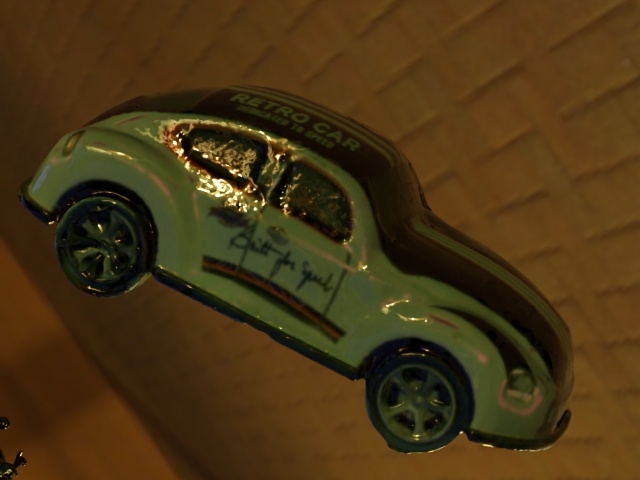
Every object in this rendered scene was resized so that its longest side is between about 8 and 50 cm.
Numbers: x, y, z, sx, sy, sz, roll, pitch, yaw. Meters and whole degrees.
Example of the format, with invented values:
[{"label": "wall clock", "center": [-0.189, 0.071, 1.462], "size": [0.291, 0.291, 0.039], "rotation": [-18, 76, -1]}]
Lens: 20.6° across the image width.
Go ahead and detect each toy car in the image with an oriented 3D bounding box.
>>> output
[{"label": "toy car", "center": [0.000, 0.000, 0.907], "size": [0.306, 0.125, 0.136], "rotation": [24, -164, 13]}]

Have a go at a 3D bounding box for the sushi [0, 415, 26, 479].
[{"label": "sushi", "center": [-0.183, 0.120, 0.847], "size": [0.056, 0.085, 0.083], "rotation": [34, 148, 31]}]
